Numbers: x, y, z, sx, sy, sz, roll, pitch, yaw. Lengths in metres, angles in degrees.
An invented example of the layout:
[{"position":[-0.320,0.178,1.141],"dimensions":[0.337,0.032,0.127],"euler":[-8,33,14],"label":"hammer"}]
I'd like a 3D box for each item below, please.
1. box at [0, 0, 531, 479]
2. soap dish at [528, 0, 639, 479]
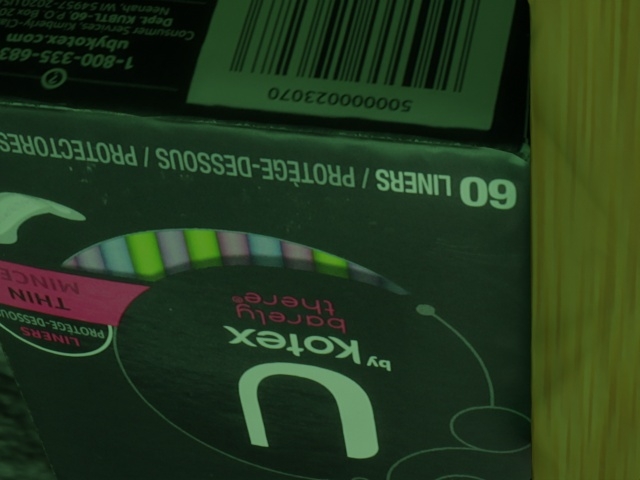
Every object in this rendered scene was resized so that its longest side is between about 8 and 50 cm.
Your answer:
[{"position":[0.000,0.000,0.562],"dimensions":[0.165,0.143,0.270],"euler":[6,144,13],"label":"box"},{"position":[0.132,-0.032,0.432],"dimensions":[0.118,0.229,0.291],"euler":[19,147,20],"label":"soap dish"}]
